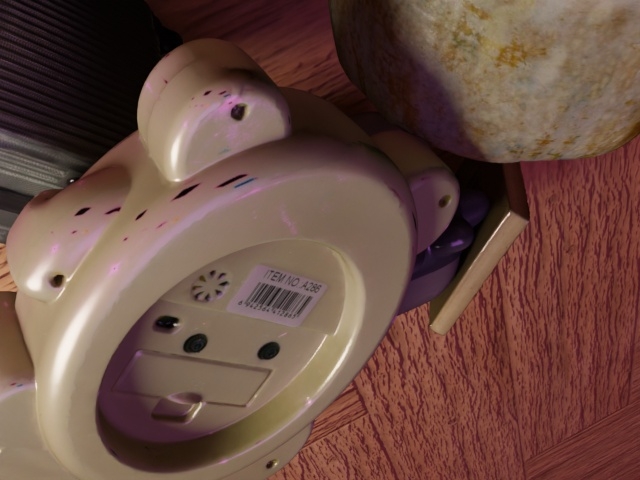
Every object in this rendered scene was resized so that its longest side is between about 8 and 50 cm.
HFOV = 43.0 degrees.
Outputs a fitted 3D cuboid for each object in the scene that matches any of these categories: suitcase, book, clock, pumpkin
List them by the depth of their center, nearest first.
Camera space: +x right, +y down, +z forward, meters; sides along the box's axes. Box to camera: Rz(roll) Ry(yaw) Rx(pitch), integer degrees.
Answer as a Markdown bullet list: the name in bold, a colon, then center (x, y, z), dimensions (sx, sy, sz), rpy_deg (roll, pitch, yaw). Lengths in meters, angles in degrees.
- **suitcase**: center (-0.231, -0.112, 0.539), dimensions (0.312, 0.202, 0.128), rpy_deg (18, 140, -41)
- **clock**: center (-0.069, 0.038, 0.543), dimensions (0.284, 0.114, 0.309), rpy_deg (19, 114, -42)
- **pumpkin**: center (0.150, -0.215, 0.601), dimensions (0.332, 0.332, 0.199), rpy_deg (-15, 151, -18)
- **book**: center (0.163, -0.026, 0.864), dimensions (0.026, 0.231, 0.161), rpy_deg (24, 122, -6)

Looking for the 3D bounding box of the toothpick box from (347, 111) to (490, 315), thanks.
- **toothpick box**: center (0.000, 0.000, 0.775), dimensions (0.316, 0.229, 0.229), rpy_deg (-21, 139, -13)
